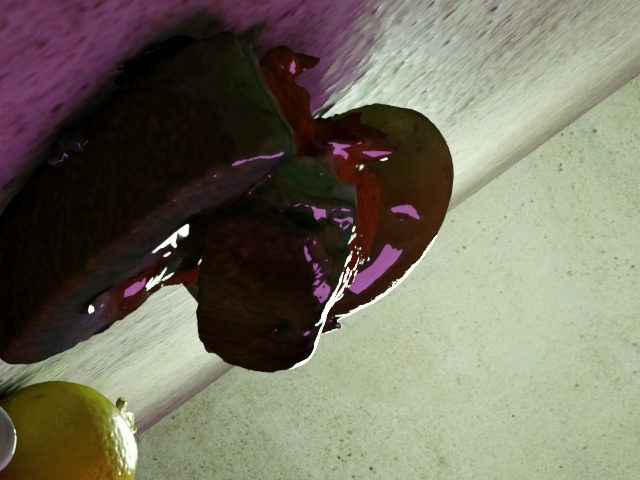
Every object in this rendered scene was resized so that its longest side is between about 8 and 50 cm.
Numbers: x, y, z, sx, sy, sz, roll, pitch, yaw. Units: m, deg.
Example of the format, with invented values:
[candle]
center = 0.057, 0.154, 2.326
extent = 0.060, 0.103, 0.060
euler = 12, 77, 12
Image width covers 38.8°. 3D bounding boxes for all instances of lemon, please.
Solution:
[lemon]
center = -0.285, 0.238, 0.973
extent = 0.178, 0.178, 0.203
euler = -38, 170, 25

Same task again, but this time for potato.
[potato]
center = 0.009, 0.011, 0.783
extent = 0.271, 0.111, 0.160
euler = -40, 130, 19

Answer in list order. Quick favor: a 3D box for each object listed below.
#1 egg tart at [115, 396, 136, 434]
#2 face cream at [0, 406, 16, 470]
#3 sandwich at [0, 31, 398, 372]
[egg tart]
center = -0.396, 0.315, 1.306
extent = 0.291, 0.107, 0.291
euler = -38, 177, -2
[face cream]
center = -0.395, 0.243, 0.881
extent = 0.269, 0.082, 0.082
euler = -38, 173, 31
[sandwich]
center = -0.045, 0.003, 0.570
extent = 0.250, 0.162, 0.301
euler = -34, 172, 28
